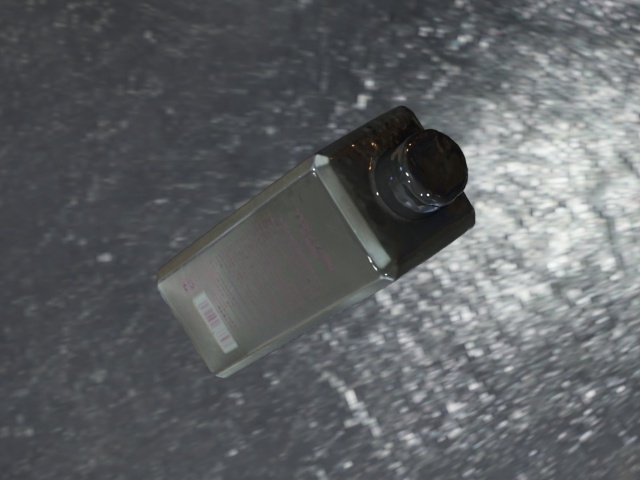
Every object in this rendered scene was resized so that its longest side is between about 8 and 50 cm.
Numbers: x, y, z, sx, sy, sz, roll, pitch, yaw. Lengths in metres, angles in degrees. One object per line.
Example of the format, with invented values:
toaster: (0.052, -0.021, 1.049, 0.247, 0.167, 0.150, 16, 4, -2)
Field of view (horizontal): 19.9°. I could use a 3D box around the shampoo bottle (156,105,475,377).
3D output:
shampoo bottle: (0.000, 0.000, 1.018, 0.080, 0.079, 0.246, 57, 145, 0)
